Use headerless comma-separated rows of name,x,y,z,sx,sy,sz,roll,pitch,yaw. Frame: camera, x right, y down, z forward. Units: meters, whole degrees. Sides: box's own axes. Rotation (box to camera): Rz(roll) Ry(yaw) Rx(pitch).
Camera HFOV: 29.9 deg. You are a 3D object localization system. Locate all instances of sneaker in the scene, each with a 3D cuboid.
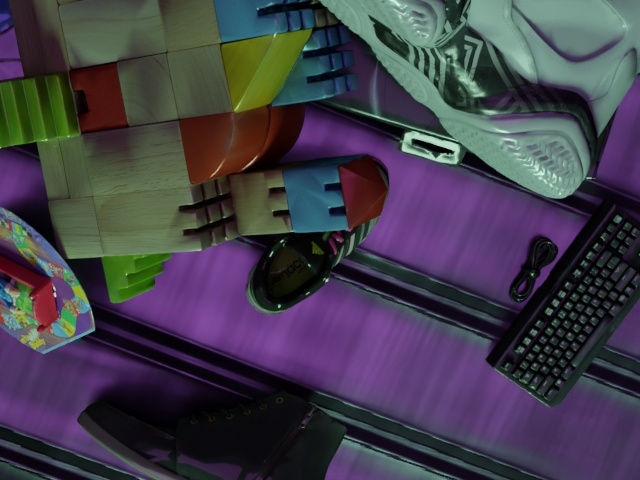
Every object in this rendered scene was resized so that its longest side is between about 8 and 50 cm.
sneaker,-0.093,0.167,1.052,0.222,0.083,0.118,25,77,2
sneaker,0.000,0.000,1.024,0.063,0.075,0.170,42,94,-6
sneaker,0.117,-0.200,0.797,0.210,0.137,0.366,-52,130,-3

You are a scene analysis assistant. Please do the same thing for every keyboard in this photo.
keyboard,0.220,0.051,1.065,0.108,0.023,0.180,35,94,-5

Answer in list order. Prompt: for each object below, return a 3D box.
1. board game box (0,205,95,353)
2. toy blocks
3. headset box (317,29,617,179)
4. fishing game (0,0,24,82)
board game box,-0.259,0.043,0.985,0.133,0.169,0.033,52,51,-12
toy blocks,-0.094,-0.141,0.887,0.261,0.191,0.381,-4,101,32
headset box,0.131,-0.200,0.976,0.246,0.131,0.283,15,96,-4
fishing game,-0.324,-0.249,1.002,0.189,0.041,0.264,-5,97,-4
